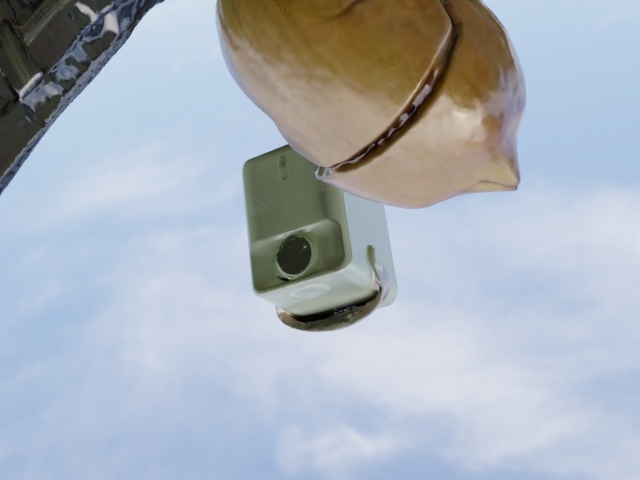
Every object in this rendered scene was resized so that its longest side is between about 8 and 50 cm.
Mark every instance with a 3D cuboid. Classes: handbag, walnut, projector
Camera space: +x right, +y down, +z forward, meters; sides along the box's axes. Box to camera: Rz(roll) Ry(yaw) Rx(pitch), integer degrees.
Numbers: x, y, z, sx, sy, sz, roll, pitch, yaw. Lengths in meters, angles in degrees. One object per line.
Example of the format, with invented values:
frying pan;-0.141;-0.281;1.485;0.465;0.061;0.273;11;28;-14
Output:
handbag;-0.201;-0.158;0.617;0.211;0.088;0.254;35;-117;-2
walnut;0.052;-0.145;0.866;0.298;0.203;0.203;38;-140;5
projector;0.000;0.000;1.459;0.163;0.177;0.242;-17;-113;24
